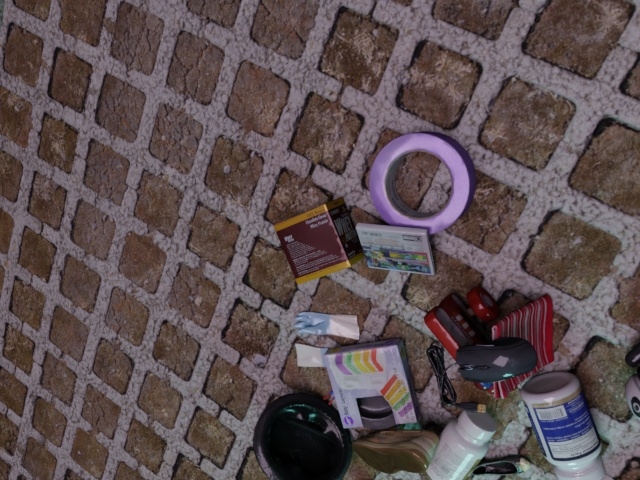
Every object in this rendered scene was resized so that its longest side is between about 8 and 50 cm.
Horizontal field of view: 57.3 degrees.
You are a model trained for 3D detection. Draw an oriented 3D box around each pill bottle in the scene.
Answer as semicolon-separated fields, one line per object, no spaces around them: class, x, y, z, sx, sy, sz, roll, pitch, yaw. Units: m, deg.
pill bottle;0.405;0.592;1.689;0.131;0.131;0.229;33;114;16
pill bottle;0.640;0.494;1.537;0.153;0.153;0.264;-19;94;29

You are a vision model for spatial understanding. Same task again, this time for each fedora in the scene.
fedora;-0.069;0.663;1.908;0.334;0.334;0.152;55;154;5

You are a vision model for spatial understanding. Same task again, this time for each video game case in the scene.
video game case;0.213;0.025;1.647;0.201;0.023;0.183;6;142;24

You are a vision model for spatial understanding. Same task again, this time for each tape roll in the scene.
tape roll;0.276;-0.156;1.590;0.275;0.090;0.274;7;106;25

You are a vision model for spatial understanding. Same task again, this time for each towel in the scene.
towel;0.517;0.263;1.482;0.031;0.275;0.198;6;106;46

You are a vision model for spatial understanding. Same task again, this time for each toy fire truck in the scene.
toy fire truck;0.403;0.280;1.542;0.169;0.254;0.302;-40;83;29

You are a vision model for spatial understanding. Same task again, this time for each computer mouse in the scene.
computer mouse;0.381;0.327;1.383;0.262;0.060;0.184;-10;97;30

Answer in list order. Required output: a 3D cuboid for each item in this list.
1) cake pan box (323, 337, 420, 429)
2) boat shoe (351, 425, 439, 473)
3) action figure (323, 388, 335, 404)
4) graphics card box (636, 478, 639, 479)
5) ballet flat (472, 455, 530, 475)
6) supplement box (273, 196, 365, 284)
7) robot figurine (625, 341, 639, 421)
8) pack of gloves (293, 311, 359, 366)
cake pan box;0.159;0.445;1.798;0.246;0.070;0.266;-10;99;23
boat shoe;0.227;0.629;1.781;0.121;0.110;0.341;54;145;-11
action figure;0.056;0.487;1.895;0.038;0.030;0.115;47;116;14
graphics card box;0.852;0.765;1.536;0.371;0.094;0.232;-39;84;28
ballet flat;0.522;0.661;1.696;0.173;0.049;0.057;-19;95;29
supplement box;0.000;0.000;1.742;0.191;0.129;0.194;-21;93;29
robot figurine;0.856;0.334;1.377;0.174;0.209;0.278;26;118;-21
pack of gloves;0.011;0.329;1.867;0.232;0.046;0.195;1;102;26
